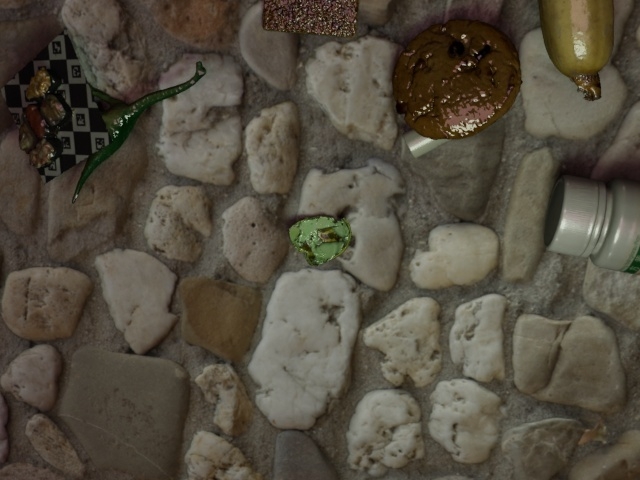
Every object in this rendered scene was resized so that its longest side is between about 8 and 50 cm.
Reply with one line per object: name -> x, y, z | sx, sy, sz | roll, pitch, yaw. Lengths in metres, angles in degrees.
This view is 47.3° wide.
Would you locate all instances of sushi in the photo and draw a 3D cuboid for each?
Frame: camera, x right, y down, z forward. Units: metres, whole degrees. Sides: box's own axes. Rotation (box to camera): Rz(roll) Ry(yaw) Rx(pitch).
sushi -> -0.672, -0.315, 1.793 | 0.292, 0.059, 0.293 | -25, 89, 30

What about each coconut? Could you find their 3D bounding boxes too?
coconut -> -0.001, -0.003, 1.827 | 0.158, 0.055, 0.133 | 11, 106, 8

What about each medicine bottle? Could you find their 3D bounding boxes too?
medicine bottle -> 0.692, -0.031, 1.634 | 0.340, 0.208, 0.208 | 11, 105, 6

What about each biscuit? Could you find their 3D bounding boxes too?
biscuit -> -0.024, -0.548, 1.715 | 0.231, 0.025, 0.130 | 6, 104, 7
biscuit -> 0.301, -0.365, 1.642 | 0.296, 0.075, 0.295 | -2, 82, 18

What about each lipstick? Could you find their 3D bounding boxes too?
lipstick -> 0.320, -0.279, 1.702 | 0.255, 0.070, 0.070 | -26, 98, 14

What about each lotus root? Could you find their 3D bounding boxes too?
lotus root -> 0.549, -0.468, 1.570 | 0.152, 0.169, 0.342 | -6, 104, 16

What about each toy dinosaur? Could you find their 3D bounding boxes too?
toy dinosaur -> -0.470, -0.267, 1.824 | 0.301, 0.087, 0.446 | 19, 108, 4
